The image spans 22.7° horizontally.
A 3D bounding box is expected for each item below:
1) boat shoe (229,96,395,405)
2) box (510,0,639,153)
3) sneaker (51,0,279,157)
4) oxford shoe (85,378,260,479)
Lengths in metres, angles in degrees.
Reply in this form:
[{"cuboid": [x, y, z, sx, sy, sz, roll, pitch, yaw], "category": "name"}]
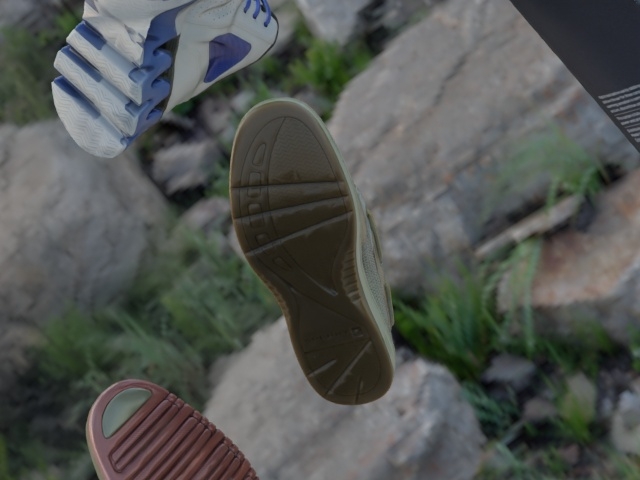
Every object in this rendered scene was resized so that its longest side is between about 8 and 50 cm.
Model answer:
[{"cuboid": [0.000, 0.000, 1.395, 0.109, 0.302, 0.098, -11, 30, 16], "category": "boat shoe"}, {"cuboid": [0.366, -0.306, 1.529, 0.343, 0.312, 0.179, -46, 12, -18], "category": "box"}, {"cuboid": [-0.111, -0.224, 1.385, 0.182, 0.127, 0.315, -33, -18, -46], "category": "sneaker"}, {"cuboid": [-0.115, 0.305, 1.520, 0.140, 0.397, 0.146, -41, 17, -34], "category": "oxford shoe"}]
